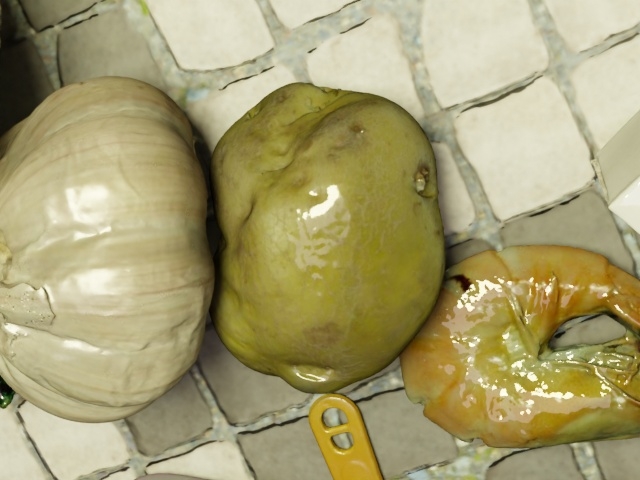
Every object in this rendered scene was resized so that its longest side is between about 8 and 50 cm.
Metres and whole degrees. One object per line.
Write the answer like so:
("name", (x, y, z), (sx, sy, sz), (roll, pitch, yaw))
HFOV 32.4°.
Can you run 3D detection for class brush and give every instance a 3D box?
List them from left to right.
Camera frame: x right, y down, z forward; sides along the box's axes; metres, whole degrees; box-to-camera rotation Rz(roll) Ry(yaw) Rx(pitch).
("brush", (0.051, 0.240, 0.855), (0.103, 0.013, 0.272), (-17, 103, 16))

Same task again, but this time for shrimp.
("shrimp", (0.188, 0.075, 0.750), (0.267, 0.061, 0.145), (3, 99, 13))

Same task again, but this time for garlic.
("garlic", (-0.154, 0.009, 0.713), (0.152, 0.228, 0.228), (0, 111, -22))

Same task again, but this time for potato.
("potato", (0.003, -0.001, 0.721), (0.137, 0.154, 0.201), (-4, 104, -31))

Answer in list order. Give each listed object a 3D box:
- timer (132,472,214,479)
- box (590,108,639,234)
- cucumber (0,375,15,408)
("timer", (-0.090, 0.291, 0.873), (0.190, 0.069, 0.209), (6, 110, 13))
("box", (0.330, -0.065, 0.640), (0.203, 0.116, 0.274), (39, 112, -6))
("cucumber", (-0.318, 0.009, 0.836), (0.056, 0.056, 0.284), (-34, 95, 20))
